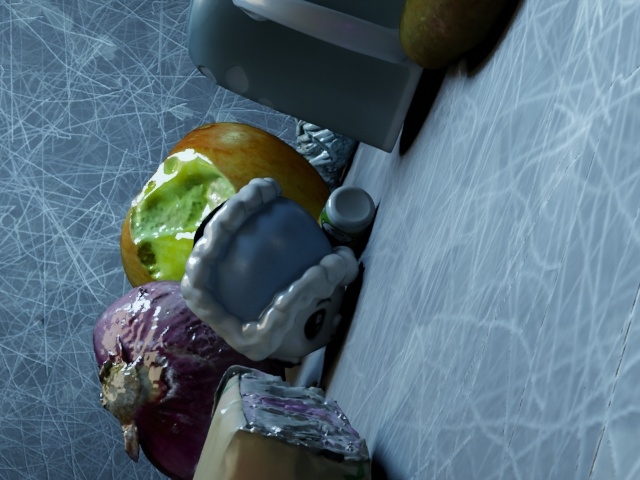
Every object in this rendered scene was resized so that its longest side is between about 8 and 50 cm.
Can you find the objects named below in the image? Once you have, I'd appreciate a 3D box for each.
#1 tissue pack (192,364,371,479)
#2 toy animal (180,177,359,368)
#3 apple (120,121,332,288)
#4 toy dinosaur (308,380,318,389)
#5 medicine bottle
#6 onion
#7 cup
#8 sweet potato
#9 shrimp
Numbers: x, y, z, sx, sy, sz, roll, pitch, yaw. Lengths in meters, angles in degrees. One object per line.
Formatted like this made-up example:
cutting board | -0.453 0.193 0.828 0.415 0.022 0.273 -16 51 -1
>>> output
tissue pack | -0.044 0.237 0.772 0.215 0.123 0.256 -142 64 -83
toy animal | -0.050 0.034 1.307 0.156 0.204 0.208 -53 -8 22
apple | -0.128 -0.008 1.677 0.339 0.340 0.339 -160 90 -86
toy dinosaur | -0.028 0.203 1.266 0.106 0.044 0.187 -63 -11 24
medicine bottle | 0.000 0.000 1.436 0.220 0.092 0.061 117 166 -62
onion | -0.112 0.162 1.386 0.159 0.267 0.349 -41 -26 20
cup | -0.006 -0.257 1.251 0.356 0.275 0.259 -63 -8 -76
sweet potato | 0.125 -0.209 0.990 0.108 0.079 0.346 -42 -4 -15
shrimp | -0.009 -0.174 1.996 0.221 0.166 0.410 -84 2 -63
